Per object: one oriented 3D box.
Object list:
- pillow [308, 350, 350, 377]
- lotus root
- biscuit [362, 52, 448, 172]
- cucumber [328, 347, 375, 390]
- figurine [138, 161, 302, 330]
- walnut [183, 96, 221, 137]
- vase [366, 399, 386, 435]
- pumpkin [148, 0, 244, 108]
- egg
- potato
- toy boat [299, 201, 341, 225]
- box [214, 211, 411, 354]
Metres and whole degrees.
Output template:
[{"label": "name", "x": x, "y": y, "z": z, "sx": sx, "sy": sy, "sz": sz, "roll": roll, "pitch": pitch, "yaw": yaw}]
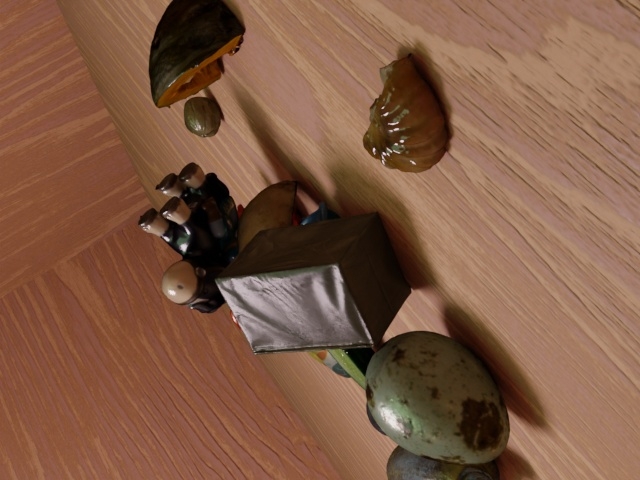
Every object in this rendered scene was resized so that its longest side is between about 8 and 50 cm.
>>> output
[{"label": "pillow", "x": -0.006, "y": 0.235, "z": 2.123, "sx": 0.214, "sy": 0.086, "sz": 0.233, "roll": 52, "pitch": 167, "yaw": -17}, {"label": "lotus root", "x": 0.217, "y": 0.385, "z": 1.497, "sx": 0.158, "sy": 0.140, "sz": 0.322, "roll": 35, "pitch": 158, "yaw": -4}, {"label": "biscuit", "x": 0.087, "y": -0.127, "z": 1.001, "sx": 0.118, "sy": 0.061, "sz": 0.183, "roll": 55, "pitch": 166, "yaw": 8}, {"label": "cucumber", "x": 0.083, "y": 0.243, "z": 1.783, "sx": 0.115, "sy": 0.063, "sz": 0.244, "roll": 26, "pitch": 157, "yaw": 50}, {"label": "figurine", "x": -0.160, "y": 0.028, "z": 1.713, "sx": 0.412, "sy": 0.241, "sz": 0.306, "roll": 21, "pitch": -137, "yaw": -50}, {"label": "walnut", "x": -0.251, "y": -0.261, "z": 1.898, "sx": 0.092, "sy": 0.092, "sz": 0.092, "roll": 54, "pitch": 166, "yaw": 20}, {"label": "vase", "x": 0.136, "y": 0.281, "z": 1.649, "sx": 0.183, "sy": 0.120, "sz": 0.120, "roll": -110, "pitch": -5, "yaw": -68}, {"label": "pumpkin", "x": -0.249, "y": -0.326, "z": 1.539, "sx": 0.148, "sy": 0.169, "sz": 0.312, "roll": 57, "pitch": 167, "yaw": -2}, {"label": "egg", "x": 0.165, "y": 0.224, "z": 1.260, "sx": 0.231, "sy": 0.169, "sz": 0.169, "roll": 34, "pitch": 154, "yaw": 37}, {"label": "potato", "x": -0.099, "y": -0.013, "z": 1.561, "sx": 0.120, "sy": 0.100, "sz": 0.261, "roll": 98, "pitch": 178, "yaw": -61}, {"label": "toy boat", "x": 0.000, "y": 0.000, "z": 1.547, "sx": 0.223, "sy": 0.100, "sz": 0.097, "roll": 99, "pitch": 165, "yaw": -62}, {"label": "box", "x": -0.007, "y": 0.067, "z": 1.364, "sx": 0.231, "sy": 0.155, "sz": 0.148, "roll": -7, "pitch": 118, "yaw": 36}]
